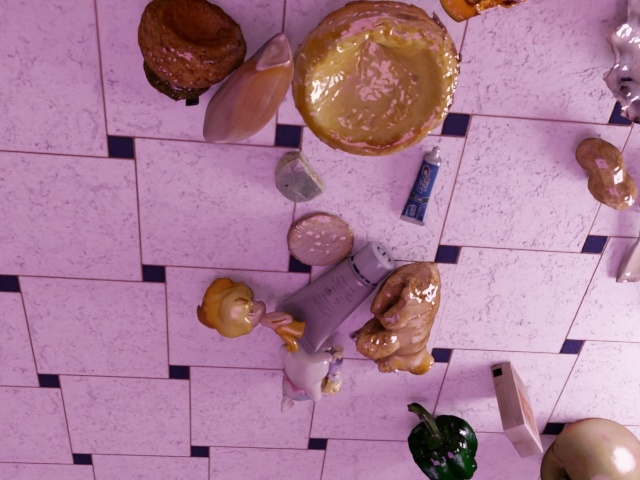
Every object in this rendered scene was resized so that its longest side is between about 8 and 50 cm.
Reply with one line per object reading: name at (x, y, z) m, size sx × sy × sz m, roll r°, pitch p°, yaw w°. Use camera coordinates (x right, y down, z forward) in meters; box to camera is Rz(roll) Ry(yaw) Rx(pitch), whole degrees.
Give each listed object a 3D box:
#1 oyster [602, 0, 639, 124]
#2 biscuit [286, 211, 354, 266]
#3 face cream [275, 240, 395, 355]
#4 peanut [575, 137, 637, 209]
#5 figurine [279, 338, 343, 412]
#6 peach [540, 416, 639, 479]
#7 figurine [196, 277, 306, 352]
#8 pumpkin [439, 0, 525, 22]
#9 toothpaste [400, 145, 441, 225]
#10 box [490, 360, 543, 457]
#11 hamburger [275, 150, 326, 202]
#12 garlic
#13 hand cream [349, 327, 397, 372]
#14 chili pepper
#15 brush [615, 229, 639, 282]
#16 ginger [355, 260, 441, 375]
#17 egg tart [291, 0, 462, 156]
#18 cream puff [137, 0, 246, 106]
oyster at (0.663, -0.307, 1.359) m, size 0.351 × 0.115 × 0.238 m, roll 19°, pitch 117°, yaw -23°
biscuit at (0.000, 0.000, 1.622) m, size 0.152 × 0.020 × 0.152 m, roll -2°, pitch 129°, yaw -2°
face cream at (0.034, 0.124, 1.673) m, size 0.314 × 0.089 × 0.143 m, roll -42°, pitch 82°, yaw 25°
peanut at (0.580, -0.136, 1.507) m, size 0.089 × 0.089 × 0.193 m, roll -28°, pitch 120°, yaw 18°
figurine at (-0.028, 0.340, 1.833) m, size 0.155 × 0.127 × 0.235 m, roll -4°, pitch 134°, yaw -12°
peach at (0.747, 0.617, 2.013) m, size 0.292 × 0.247 × 0.292 m, roll -13°, pitch 120°, yaw -25°
figurine at (-0.155, 0.170, 1.673) m, size 0.246 × 0.131 × 0.156 m, roll 18°, pitch 166°, yaw 2°
pumpkin at (0.322, -0.472, 1.227) m, size 0.278 × 0.111 × 0.163 m, roll -10°, pitch 112°, yaw 7°
toothpaste at (0.215, -0.112, 1.537) m, size 0.057 × 0.035 × 0.197 m, roll 17°, pitch 129°, yaw 4°
box at (0.493, 0.424, 1.866) m, size 0.058 × 0.201 × 0.141 m, roll -22°, pitch 125°, yaw 20°
hamburger at (-0.049, -0.119, 1.508) m, size 0.084 × 0.054 × 0.121 m, roll -28°, pitch 132°, yaw 17°
garlic at (-0.121, -0.260, 1.297) m, size 0.112 × 0.143 × 0.318 m, roll 47°, pitch 150°, yaw 2°
hand cream at (0.141, 0.276, 1.845) m, size 0.057 × 0.037 × 0.165 m, roll -32°, pitch 117°, yaw 21°
chili pepper at (0.314, 0.544, 1.982) m, size 0.174 × 0.165 × 0.261 m, roll -19°, pitch 126°, yaw 27°
brush at (0.721, -0.023, 1.627) m, size 0.060 × 0.050 × 0.321 m, roll -2°, pitch 136°, yaw -4°
ginger at (0.193, 0.217, 1.686) m, size 0.166 × 0.236 × 0.375 m, roll 9°, pitch 126°, yaw 28°
egg tart at (0.095, -0.296, 1.332) m, size 0.315 × 0.120 × 0.315 m, roll 0°, pitch 129°, yaw 0°
cream puff at (-0.234, -0.311, 1.284) m, size 0.183 × 0.183 × 0.169 m, roll 18°, pitch 138°, yaw -16°
